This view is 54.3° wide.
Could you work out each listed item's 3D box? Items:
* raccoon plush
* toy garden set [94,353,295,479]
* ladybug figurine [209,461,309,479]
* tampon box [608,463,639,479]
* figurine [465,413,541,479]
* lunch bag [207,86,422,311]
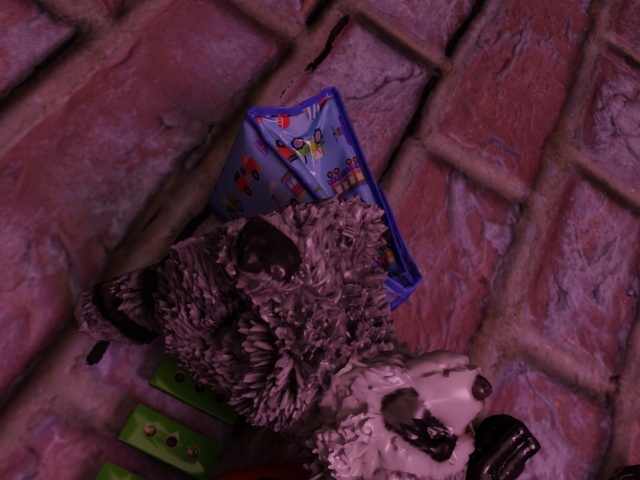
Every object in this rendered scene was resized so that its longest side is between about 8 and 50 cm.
[{"bbox_3d":[-0.048,0.143,0.628,0.216,0.446,0.299,-12,85,-43],"label":"raccoon plush"},{"bbox_3d":[-0.117,0.229,0.729,0.204,0.049,0.244,29,57,-5],"label":"toy garden set"},{"bbox_3d":[0.032,0.356,0.550,0.449,0.162,0.305,25,51,9],"label":"ladybug figurine"},{"bbox_3d":[0.460,0.404,0.845,0.120,0.101,0.161,-27,77,-31],"label":"tampon box"},{"bbox_3d":[0.231,0.371,0.786,0.209,0.092,0.215,-39,84,-24],"label":"figurine"},{"bbox_3d":[0.000,0.000,0.786,0.138,0.221,0.293,-23,75,-30],"label":"lunch bag"}]
